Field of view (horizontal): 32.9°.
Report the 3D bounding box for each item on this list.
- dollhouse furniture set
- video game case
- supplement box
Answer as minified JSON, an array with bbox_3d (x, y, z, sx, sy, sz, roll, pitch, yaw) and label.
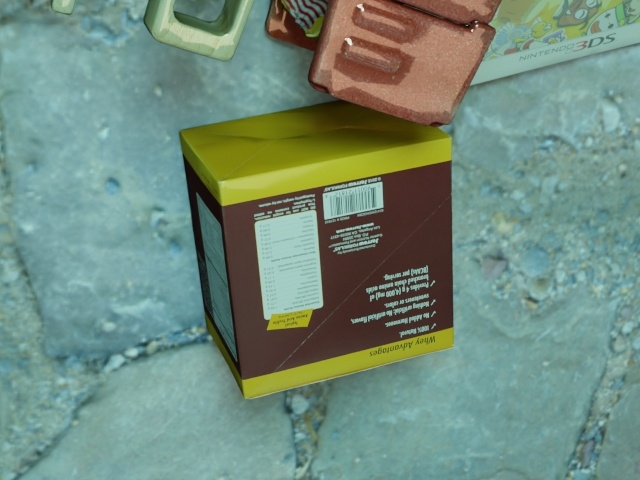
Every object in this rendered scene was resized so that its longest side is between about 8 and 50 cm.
[{"bbox_3d":[-0.068,-0.218,0.748,0.374,0.201,0.152,15,108,-20],"label":"dollhouse furniture set"},{"bbox_3d":[0.220,-0.229,0.883,0.206,0.026,0.227,-16,148,-14],"label":"video game case"},{"bbox_3d":[0.000,0.000,0.906,0.191,0.129,0.194,-12,117,-16],"label":"supplement box"}]
